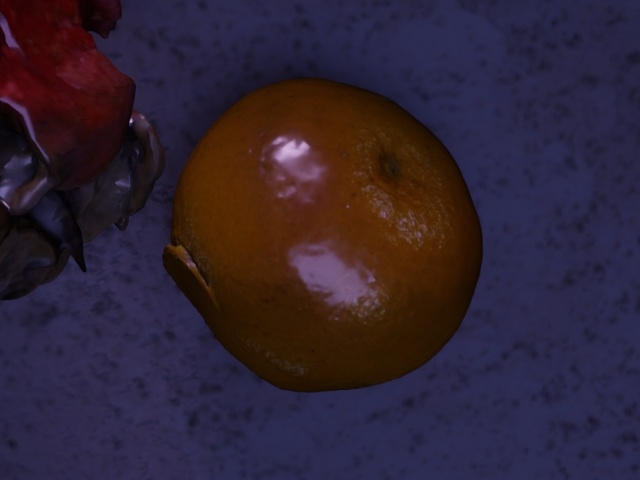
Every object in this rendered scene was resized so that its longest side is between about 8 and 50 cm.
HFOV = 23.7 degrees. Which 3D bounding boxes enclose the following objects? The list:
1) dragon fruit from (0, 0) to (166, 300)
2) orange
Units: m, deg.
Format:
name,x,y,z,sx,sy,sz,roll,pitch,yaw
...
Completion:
name,x,y,z,sx,sy,sz,roll,pitch,yaw
dragon fruit,-0.231,-0.098,0.575,0.277,0.277,0.342,-37,74,0
orange,0.000,0.000,0.731,0.155,0.154,0.134,25,141,-19
